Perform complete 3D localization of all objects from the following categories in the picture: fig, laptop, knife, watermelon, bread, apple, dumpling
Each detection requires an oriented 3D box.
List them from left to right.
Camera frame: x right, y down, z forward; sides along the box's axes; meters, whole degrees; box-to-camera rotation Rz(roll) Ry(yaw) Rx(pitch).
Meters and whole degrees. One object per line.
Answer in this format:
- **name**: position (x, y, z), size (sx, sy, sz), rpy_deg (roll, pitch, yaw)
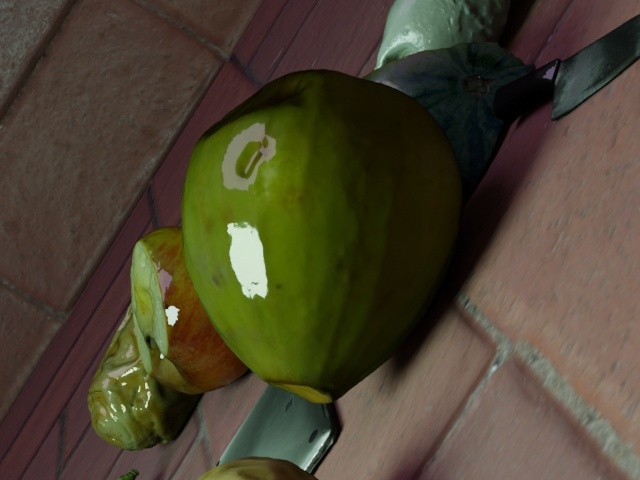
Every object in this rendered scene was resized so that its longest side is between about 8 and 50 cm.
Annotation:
- **bread**: position (-0.183, 0.128, 1.932), size (0.268, 0.130, 0.152), rpy_deg (-61, -24, -10)
- **apple**: position (-0.133, 0.076, 1.771), size (0.195, 0.160, 0.173), rpy_deg (121, 155, -66)
- **laptop**: position (-0.051, 0.201, 1.511), size (0.188, 0.015, 0.269), rpy_deg (-57, 13, 10)
- **fig**: position (0.000, 0.000, 1.327), size (0.239, 0.239, 0.271), rpy_deg (141, 133, -56)
- **watermelon**: position (0.087, -0.072, 1.456), size (0.231, 0.128, 0.146), rpy_deg (-46, 36, 38)
- **dumpling**: position (0.138, -0.209, 1.587), size (0.219, 0.152, 0.108), rpy_deg (-46, 57, 11)
- **knife**: position (0.206, -0.130, 1.296), size (0.230, 0.028, 0.060), rpy_deg (-29, 45, 60)

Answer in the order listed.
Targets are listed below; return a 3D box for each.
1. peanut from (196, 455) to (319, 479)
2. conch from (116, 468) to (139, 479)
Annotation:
- **peanut**: position (-0.038, 0.251, 1.059), size (0.147, 0.147, 0.305), rpy_deg (-51, 14, 30)
- **conch**: position (-0.237, 0.314, 1.821), size (0.089, 0.074, 0.121), rpy_deg (-32, 31, 41)
